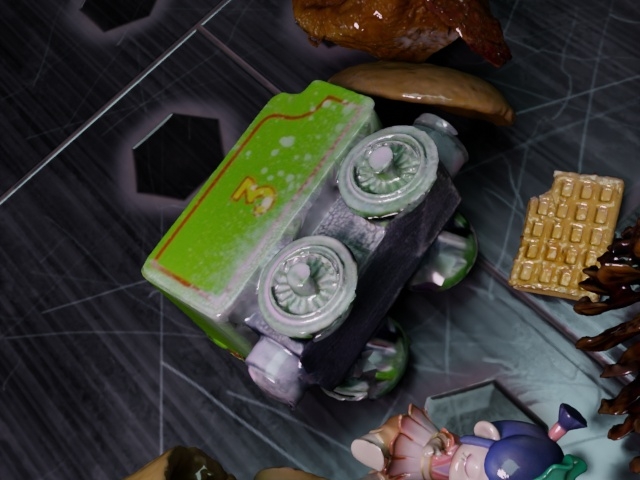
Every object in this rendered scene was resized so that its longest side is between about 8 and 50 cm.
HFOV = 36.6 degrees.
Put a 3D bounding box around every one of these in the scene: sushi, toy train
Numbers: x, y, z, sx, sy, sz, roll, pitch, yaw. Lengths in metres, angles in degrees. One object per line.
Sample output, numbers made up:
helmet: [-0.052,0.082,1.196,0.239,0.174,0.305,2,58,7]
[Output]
sushi: [0.084,-0.273,1.066,0.296,0.179,0.167,9,86,52]
toy train: [0.000,0.000,0.948,0.248,0.173,0.307,27,74,37]

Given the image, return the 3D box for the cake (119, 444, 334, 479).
cake: [-0.023,0.288,0.710,0.321,0.332,0.332,-24,58,3]

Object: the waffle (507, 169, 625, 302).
waffle: [0.242,-0.007,0.950,0.092,0.021,0.135,8,66,22]

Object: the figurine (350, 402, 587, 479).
figurine: [0.133,0.190,0.828,0.194,0.112,0.102,11,28,29]

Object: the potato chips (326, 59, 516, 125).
potato chips: [0.102,-0.159,1.006,0.201,0.150,0.049,12,93,39]

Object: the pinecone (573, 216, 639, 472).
pinecone: [0.326,0.099,0.749,0.246,0.246,0.292,-7,77,14]
